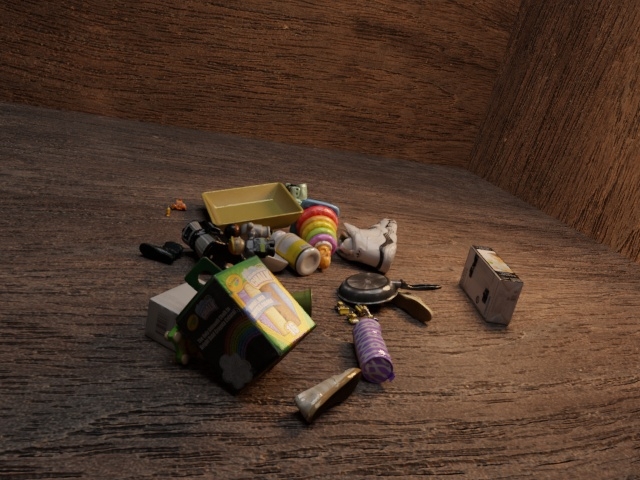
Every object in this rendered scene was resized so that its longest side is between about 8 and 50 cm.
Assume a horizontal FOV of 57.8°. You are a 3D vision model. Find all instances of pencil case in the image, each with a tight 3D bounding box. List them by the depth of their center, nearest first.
[{"bbox_3d":[0.136,0.287,1.524,0.088,0.086,0.206,38,16,-17],"label":"pencil case"}]

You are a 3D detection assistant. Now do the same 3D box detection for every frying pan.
[{"bbox_3d":[0.212,0.155,1.853,0.325,0.053,0.197,2,20,18],"label":"frying pan"}]

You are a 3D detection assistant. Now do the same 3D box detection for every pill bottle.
[{"bbox_3d":[-0.093,0.037,1.977,0.103,0.103,0.184,-6,28,-43],"label":"pill bottle"}]

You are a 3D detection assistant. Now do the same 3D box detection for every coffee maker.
[{"bbox_3d":[-0.341,0.028,1.852,0.178,0.120,0.171,40,-9,48],"label":"coffee maker"}]

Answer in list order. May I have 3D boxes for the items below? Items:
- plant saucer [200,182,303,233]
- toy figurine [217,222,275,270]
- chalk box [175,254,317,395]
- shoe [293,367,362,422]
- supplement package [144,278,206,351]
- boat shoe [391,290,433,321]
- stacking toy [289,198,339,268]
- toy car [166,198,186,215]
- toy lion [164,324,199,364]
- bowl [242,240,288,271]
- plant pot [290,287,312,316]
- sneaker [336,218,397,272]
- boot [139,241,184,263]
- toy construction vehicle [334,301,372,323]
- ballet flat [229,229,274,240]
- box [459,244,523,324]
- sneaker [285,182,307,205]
[{"bbox_3d":[-0.265,-0.112,2.201,0.332,0.081,0.333,-9,27,-16],"label":"plant saucer"},{"bbox_3d":[-0.222,0.058,1.692,0.148,0.210,0.213,3,22,-13],"label":"toy figurine"},{"bbox_3d":[-0.189,0.164,1.326,0.289,0.180,0.179,49,29,8],"label":"chalk box"},{"bbox_3d":[0.022,0.337,1.319,0.058,0.077,0.219,31,28,26],"label":"shoe"},{"bbox_3d":[-0.332,0.181,1.445,0.105,0.105,0.179,22,23,21],"label":"supplement package"},{"bbox_3d":[0.304,0.204,1.868,0.059,0.063,0.170,-13,33,-40],"label":"boat shoe"},{"bbox_3d":[0.000,0.000,2.102,0.165,0.175,0.302,14,32,-20],"label":"stacking toy"},{"bbox_3d":[-0.540,-0.125,2.185,0.060,0.041,0.122,12,20,-6],"label":"toy car"},{"bbox_3d":[-0.310,0.232,1.344,0.034,0.100,0.096,0,29,24],"label":"toy lion"},{"bbox_3d":[-0.191,0.054,1.899,0.142,0.053,0.142,33,7,40],"label":"bowl"},{"bbox_3d":[-0.066,0.181,1.677,0.079,0.084,0.083,-1,22,-5],"label":"plant pot"},{"bbox_3d":[0.178,-0.012,2.231,0.210,0.138,0.366,17,24,-1],"label":"sneaker"},{"bbox_3d":[-0.494,0.028,1.818,0.121,0.045,0.099,22,23,0],"label":"boot"},{"bbox_3d":[0.100,0.213,1.748,0.085,0.035,0.098,2,24,-29],"label":"toy construction vehicle"},{"bbox_3d":[-0.246,-0.015,2.065,0.188,0.070,0.070,-4,27,-39],"label":"ballet flat"},{"bbox_3d":[0.597,0.152,2.054,0.087,0.169,0.290,8,23,-9],"label":"box"},{"bbox_3d":[-0.059,-0.151,2.418,0.255,0.151,0.094,23,21,18],"label":"sneaker"}]
